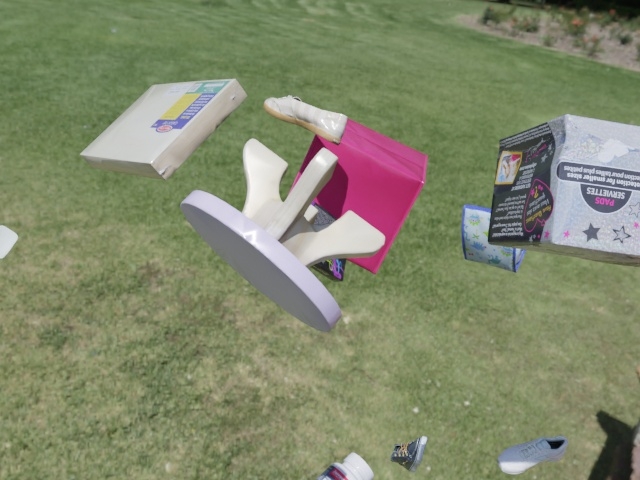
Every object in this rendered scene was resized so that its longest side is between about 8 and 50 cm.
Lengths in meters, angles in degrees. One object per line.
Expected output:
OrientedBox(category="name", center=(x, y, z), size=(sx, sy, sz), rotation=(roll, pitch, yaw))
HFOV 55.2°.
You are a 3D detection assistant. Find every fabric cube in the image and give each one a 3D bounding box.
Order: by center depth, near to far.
OrientedBox(category="fabric cube", center=(0.081, -0.123, 1.450), size=(0.258, 0.254, 0.259), rotation=(25, 23, 1))

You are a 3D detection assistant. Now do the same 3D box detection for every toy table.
OrientedBox(category="toy table", center=(-0.047, -0.016, 0.888), size=(0.274, 0.252, 0.161), rotation=(42, 69, -5))

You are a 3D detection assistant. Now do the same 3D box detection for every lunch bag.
OrientedBox(category="lunch bag", center=(0.388, -0.016, 1.368), size=(0.129, 0.151, 0.096), rotation=(13, 57, 31))

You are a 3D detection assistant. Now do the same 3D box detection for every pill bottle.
OrientedBox(category="pill bottle", center=(0.039, 0.608, 1.488), size=(0.180, 0.108, 0.108), rotation=(-37, 45, -25))

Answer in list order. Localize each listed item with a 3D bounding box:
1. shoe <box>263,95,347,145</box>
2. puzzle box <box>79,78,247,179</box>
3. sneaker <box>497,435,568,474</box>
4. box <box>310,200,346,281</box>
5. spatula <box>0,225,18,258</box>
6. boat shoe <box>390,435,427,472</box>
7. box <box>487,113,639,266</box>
OrientedBox(category="shoe", center=(-0.030, -0.254, 1.229), size=(0.219, 0.058, 0.076), rotation=(32, 15, 36))
OrientedBox(category="puzzle box", center=(-0.375, -0.261, 1.413), size=(0.409, 0.052, 0.272), rotation=(14, 58, 49))
OrientedBox(category="sneaker", center=(0.421, 0.417, 1.213), size=(0.152, 0.061, 0.054), rotation=(-12, 50, -14))
OrientedBox(category="box", center=(0.000, 0.000, 1.192), size=(0.029, 0.116, 0.162), rotation=(-7, -28, 37))
OrientedBox(category="spatula", center=(-0.738, 0.022, 1.219), size=(0.168, 0.019, 0.242), rotation=(37, 36, -17))
OrientedBox(category="boat shoe", center=(0.253, 0.612, 1.770), size=(0.083, 0.183, 0.065), rotation=(19, 48, 11))
OrientedBox(category="box", center=(0.347, -0.044, 0.704), size=(0.247, 0.142, 0.163), rotation=(7, -1, -9))
